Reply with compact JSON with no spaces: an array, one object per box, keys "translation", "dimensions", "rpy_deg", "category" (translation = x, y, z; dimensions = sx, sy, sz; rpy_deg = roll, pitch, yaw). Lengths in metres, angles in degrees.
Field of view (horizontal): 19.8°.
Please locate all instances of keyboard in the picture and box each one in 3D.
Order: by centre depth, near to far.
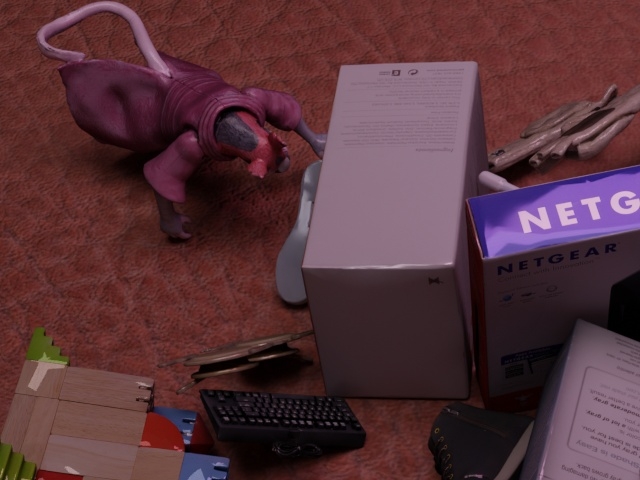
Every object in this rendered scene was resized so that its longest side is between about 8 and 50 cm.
[{"translation":[-0.036,0.197,1.986],"dimensions":[0.180,0.023,0.108],"rpy_deg":[5,35,-29],"category":"keyboard"}]

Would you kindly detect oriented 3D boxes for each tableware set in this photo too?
[{"translation":[-0.083,0.135,2.045],"dimensions":[0.128,0.039,0.194],"rpy_deg":[-11,1,25],"category":"tableware set"}]

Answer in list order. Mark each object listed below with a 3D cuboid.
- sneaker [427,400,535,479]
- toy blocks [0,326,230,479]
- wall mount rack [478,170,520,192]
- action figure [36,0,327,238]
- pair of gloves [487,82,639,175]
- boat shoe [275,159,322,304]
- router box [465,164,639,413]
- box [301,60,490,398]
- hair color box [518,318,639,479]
[{"translation":[0.146,0.257,1.918],"dimensions":[0.118,0.083,0.222],"rpy_deg":[13,38,29],"category":"sneaker"},{"translation":[-0.212,0.279,1.909],"dimensions":[0.261,0.190,0.381],"rpy_deg":[8,45,2],"category":"toy blocks"},{"translation":[0.369,-0.058,2.071],"dimensions":[0.304,0.350,0.130],"rpy_deg":[-24,70,37],"category":"wall mount rack"},{"translation":[-0.144,-0.169,2.274],"dimensions":[0.248,0.275,0.370],"rpy_deg":[-35,29,-21],"category":"action figure"},{"translation":[0.316,-0.134,2.235],"dimensions":[0.204,0.042,0.240],"rpy_deg":[-33,9,-20],"category":"pair of gloves"},{"translation":[0.000,0.000,2.224],"dimensions":[0.065,0.083,0.183],"rpy_deg":[9,73,20],"category":"boat shoe"},{"translation":[0.325,0.045,1.931],"dimensions":[0.336,0.301,0.082],"rpy_deg":[-11,53,-1],"category":"router box"},{"translation":[0.095,-0.016,2.107],"dimensions":[0.168,0.215,0.345],"rpy_deg":[0,44,11],"category":"box"},{"translation":[0.286,0.273,1.802],"dimensions":[0.185,0.113,0.374],"rpy_deg":[21,47,1],"category":"hair color box"}]
